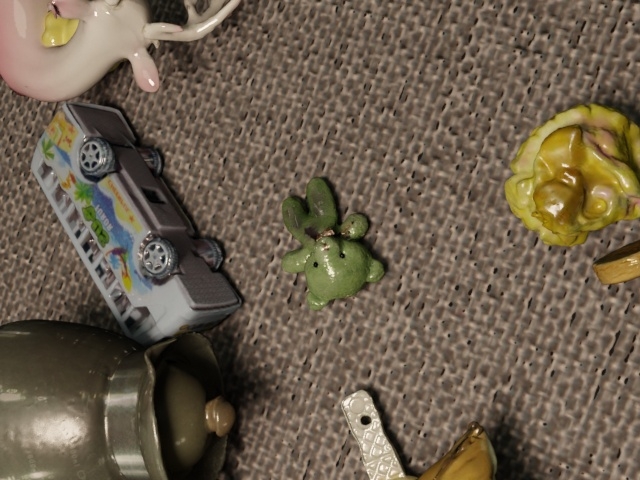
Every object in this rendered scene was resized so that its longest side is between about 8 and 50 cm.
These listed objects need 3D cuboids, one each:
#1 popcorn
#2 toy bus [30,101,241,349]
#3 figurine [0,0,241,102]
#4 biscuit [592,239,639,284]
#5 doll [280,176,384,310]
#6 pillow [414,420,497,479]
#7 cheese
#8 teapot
[{"bbox_3d":[0.253,-0.065,0.839,0.145,0.126,0.125,-34,97,-4],"label":"popcorn"},{"bbox_3d":[-0.237,-0.016,1.063,0.136,0.109,0.329,-43,69,24],"label":"toy bus"},{"bbox_3d":[-0.247,-0.309,1.036,0.316,0.206,0.284,12,65,39],"label":"figurine"},{"bbox_3d":[0.353,-0.003,0.772,0.234,0.153,0.030,-26,86,46],"label":"biscuit"},{"bbox_3d":[0.000,0.000,0.976,0.115,0.077,0.150,-31,61,7],"label":"doll"},{"bbox_3d":[0.089,0.371,0.772,0.312,0.119,0.310,-42,47,19],"label":"pillow"},{"bbox_3d":[0.083,0.280,0.914,0.127,0.054,0.251,-29,73,15],"label":"cheese"},{"bbox_3d":[-0.218,0.230,0.933,0.285,0.223,0.305,-6,94,18],"label":"teapot"}]
